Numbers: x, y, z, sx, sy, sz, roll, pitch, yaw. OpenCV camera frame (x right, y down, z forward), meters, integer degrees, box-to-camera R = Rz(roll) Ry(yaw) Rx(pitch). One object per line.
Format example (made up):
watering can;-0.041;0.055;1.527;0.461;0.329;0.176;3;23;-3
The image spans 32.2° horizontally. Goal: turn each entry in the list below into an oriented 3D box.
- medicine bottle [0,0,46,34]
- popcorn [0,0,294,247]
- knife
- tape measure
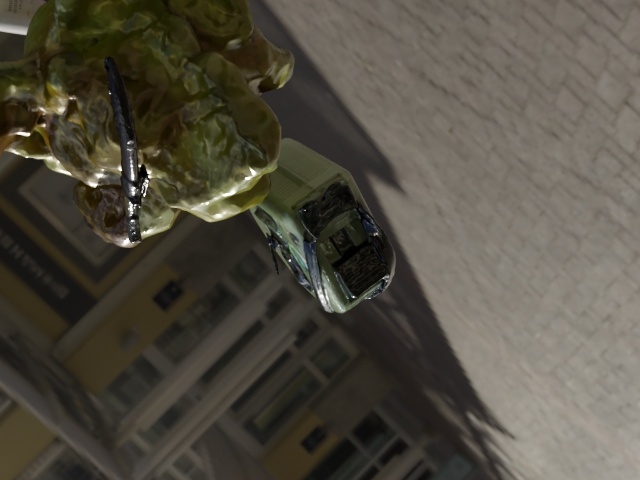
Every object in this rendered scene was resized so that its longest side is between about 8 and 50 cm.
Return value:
medicine bottle;-0.393;-0.304;1.499;0.089;0.052;0.052;6;-179;-12
popcorn;-0.160;-0.158;1.060;0.321;0.290;0.326;0;127;18
knife;-0.141;-0.051;0.838;0.222;0.021;0.046;97;151;-58
tape measure;0.000;0.000;1.278;0.207;0.115;0.235;61;169;-27
